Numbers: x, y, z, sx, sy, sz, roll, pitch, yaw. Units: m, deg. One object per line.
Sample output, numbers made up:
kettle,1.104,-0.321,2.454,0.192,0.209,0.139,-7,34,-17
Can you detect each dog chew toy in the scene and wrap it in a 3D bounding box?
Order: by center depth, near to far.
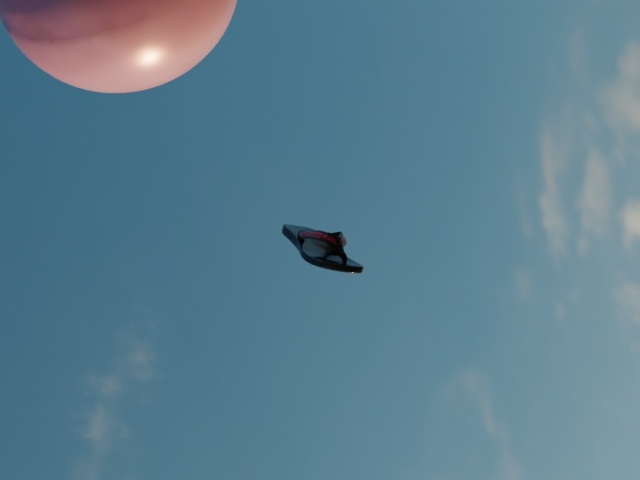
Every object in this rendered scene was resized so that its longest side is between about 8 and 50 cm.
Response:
dog chew toy,-0.190,-0.282,0.822,0.206,0.207,0.331,-63,-34,-40

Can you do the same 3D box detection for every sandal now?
sandal,0.000,0.000,1.333,0.067,0.179,0.040,10,-75,-28
